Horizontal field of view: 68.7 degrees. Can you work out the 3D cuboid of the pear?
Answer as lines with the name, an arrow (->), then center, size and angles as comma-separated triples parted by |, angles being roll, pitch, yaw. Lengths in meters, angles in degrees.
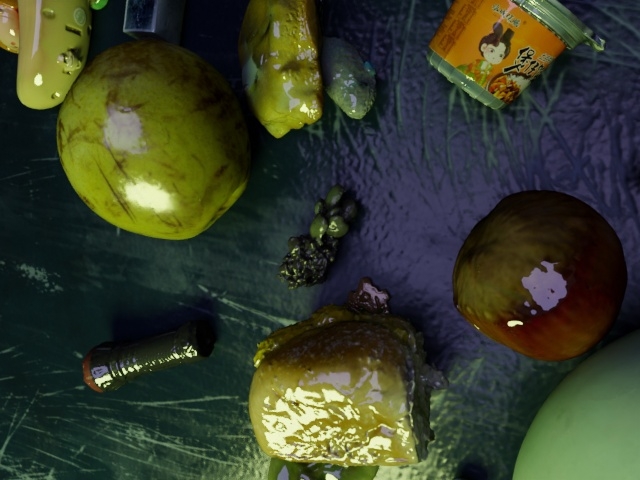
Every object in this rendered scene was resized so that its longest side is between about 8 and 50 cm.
pear -> -0.230, -0.139, 0.688 | 0.284, 0.284, 0.283 | 1, 92, 20

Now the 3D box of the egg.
egg -> 0.365, 0.237, 0.463 | 0.276, 0.276, 0.389 | 44, 104, 14

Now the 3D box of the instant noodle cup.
instant noodle cup -> 0.212, -0.244, 0.573 | 0.125, 0.178, 0.208 | -54, 55, 27

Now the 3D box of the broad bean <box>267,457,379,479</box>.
broad bean -> 0.001, 0.343, 0.719 | 0.153, 0.072, 0.206 | 31, 89, 13

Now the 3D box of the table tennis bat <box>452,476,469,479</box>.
table tennis bat -> 0.171, 0.449, 0.672 | 0.153, 0.040, 0.244 | 21, 103, 19

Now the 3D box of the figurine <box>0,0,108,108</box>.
figurine -> -0.521, -0.407, 0.856 | 0.222, 0.124, 0.324 | 13, 100, 19

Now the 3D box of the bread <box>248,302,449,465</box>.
bread -> 0.042, 0.176, 0.620 | 0.247, 0.195, 0.176 | -4, 103, 17

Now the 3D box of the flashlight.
flashlight -> -0.294, 0.198, 0.812 | 0.232, 0.093, 0.092 | -17, 86, 14

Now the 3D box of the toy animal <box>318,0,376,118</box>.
toy animal -> 0.026, -0.289, 0.694 | 0.079, 0.070, 0.252 | -8, 74, -14

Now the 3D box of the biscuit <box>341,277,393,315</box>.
biscuit -> 0.064, 0.103, 0.709 | 0.092, 0.016, 0.082 | -32, 82, 17

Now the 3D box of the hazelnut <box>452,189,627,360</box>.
hazelnut -> 0.268, 0.051, 0.554 | 0.208, 0.208, 0.208 | 1, 92, 20

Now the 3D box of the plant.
plant -> 0.000, 0.000, 0.699 | 0.085, 0.087, 0.174 | 28, 99, -18

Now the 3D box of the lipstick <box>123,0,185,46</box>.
lipstick -> -0.263, -0.480, 0.782 | 0.078, 0.076, 0.289 | 10, 93, 22

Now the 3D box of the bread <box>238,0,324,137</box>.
bread -> -0.063, -0.275, 0.679 | 0.161, 0.088, 0.232 | -4, 87, 52
